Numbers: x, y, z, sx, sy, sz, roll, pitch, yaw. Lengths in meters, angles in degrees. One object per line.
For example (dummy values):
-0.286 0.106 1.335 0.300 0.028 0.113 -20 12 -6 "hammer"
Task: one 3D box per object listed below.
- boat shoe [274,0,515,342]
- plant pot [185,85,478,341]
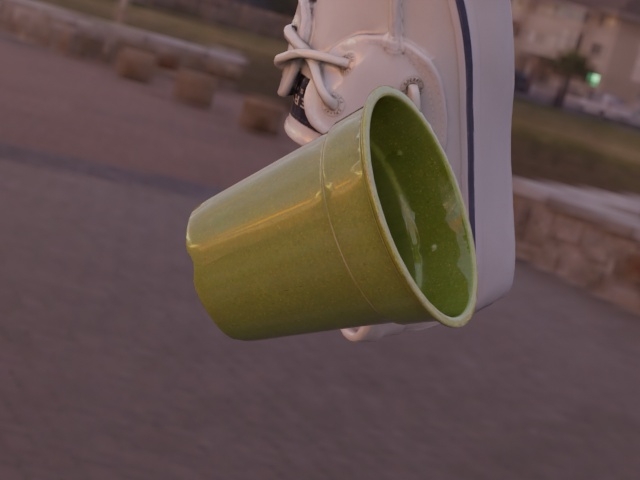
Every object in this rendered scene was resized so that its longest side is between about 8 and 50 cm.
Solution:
0.023 -0.068 0.719 0.088 0.267 0.096 -24 43 -18 "boat shoe"
0.000 0.000 0.559 0.079 0.083 0.083 -19 -7 22 "plant pot"
